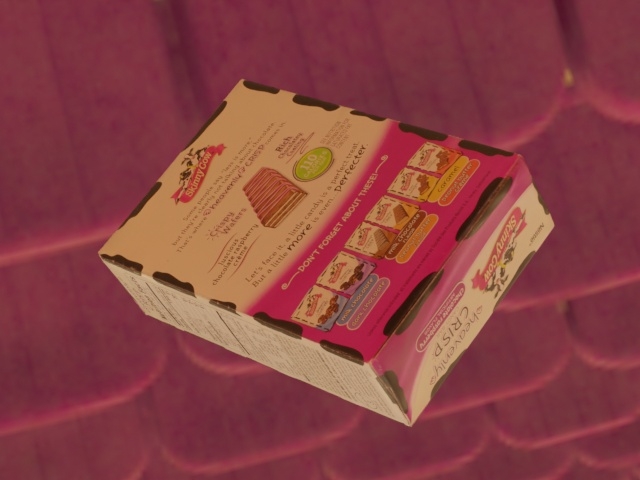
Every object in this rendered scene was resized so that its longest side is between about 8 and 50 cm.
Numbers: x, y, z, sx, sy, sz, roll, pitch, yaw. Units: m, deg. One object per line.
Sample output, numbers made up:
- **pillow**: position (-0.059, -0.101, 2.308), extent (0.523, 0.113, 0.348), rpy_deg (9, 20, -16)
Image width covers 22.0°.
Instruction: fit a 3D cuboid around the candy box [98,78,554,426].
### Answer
- **candy box**: position (0.000, 0.000, 1.001), extent (0.233, 0.159, 0.071), rpy_deg (20, 153, 40)
